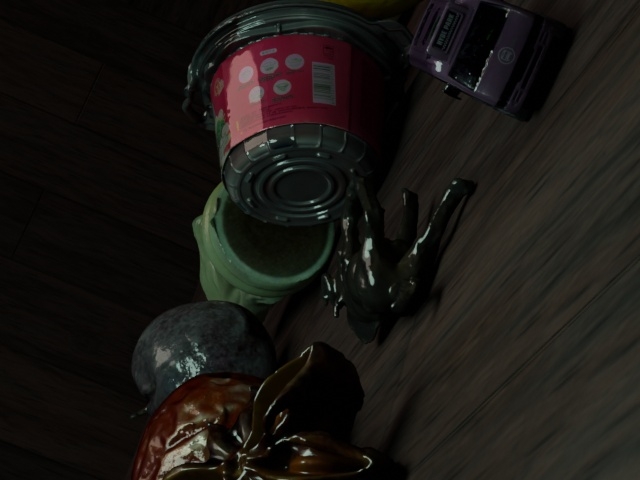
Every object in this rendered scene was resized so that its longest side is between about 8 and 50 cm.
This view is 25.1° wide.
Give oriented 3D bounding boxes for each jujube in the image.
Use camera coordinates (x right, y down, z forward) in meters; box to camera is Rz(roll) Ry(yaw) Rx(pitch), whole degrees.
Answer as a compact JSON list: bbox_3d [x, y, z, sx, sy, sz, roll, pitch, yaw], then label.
[{"bbox_3d":[-0.085,0.244,1.265,0.190,0.190,0.255,-139,55,-82],"label":"jujube"}]

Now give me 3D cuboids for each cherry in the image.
[{"bbox_3d":[-0.143,0.168,1.821,0.195,0.195,0.195,-157,90,-83],"label":"cherry"}]

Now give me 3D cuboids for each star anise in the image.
[{"bbox_3d":[-0.036,0.189,1.099,0.220,0.126,0.190,-31,59,26],"label":"star anise"}]

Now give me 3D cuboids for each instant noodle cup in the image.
[{"bbox_3d":[-0.025,-0.133,1.691,0.302,0.258,0.181,-25,50,28],"label":"instant noodle cup"}]

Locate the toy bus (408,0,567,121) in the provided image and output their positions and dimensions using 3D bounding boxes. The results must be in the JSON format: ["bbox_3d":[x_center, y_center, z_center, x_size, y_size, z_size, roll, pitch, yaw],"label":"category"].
[{"bbox_3d":[0.126,-0.154,1.155,0.178,0.098,0.086,-111,45,-79],"label":"toy bus"}]

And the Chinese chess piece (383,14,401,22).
[{"bbox_3d":[0.084,-0.388,2.108,0.250,0.101,0.250,-61,9,16],"label":"Chinese chess piece"}]

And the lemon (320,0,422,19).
[{"bbox_3d":[0.068,-0.407,1.749,0.284,0.260,0.260,-56,5,-11],"label":"lemon"}]

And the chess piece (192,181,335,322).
[{"bbox_3d":[-0.101,0.019,1.913,0.175,0.176,0.298,-70,11,-23],"label":"chess piece"}]

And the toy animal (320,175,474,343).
[{"bbox_3d":[0.061,0.020,1.255,0.233,0.085,0.148,175,101,-75],"label":"toy animal"}]
